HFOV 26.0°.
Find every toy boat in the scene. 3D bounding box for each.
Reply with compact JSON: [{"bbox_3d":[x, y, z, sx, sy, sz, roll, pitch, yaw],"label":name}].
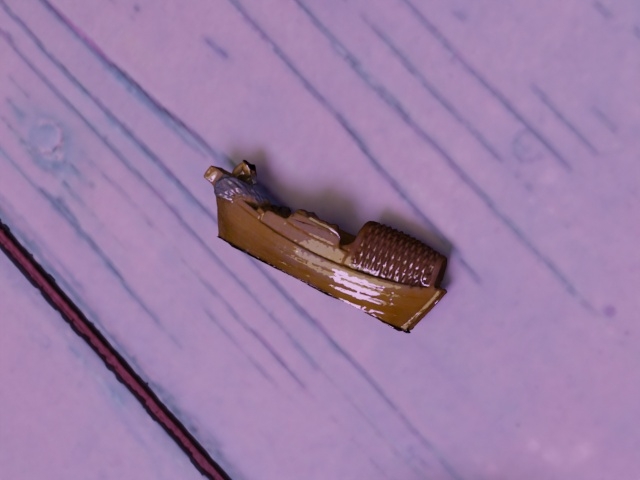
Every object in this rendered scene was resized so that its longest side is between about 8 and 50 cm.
[{"bbox_3d":[0.000,0.000,0.759,0.149,0.047,0.049,26,95,15],"label":"toy boat"}]
